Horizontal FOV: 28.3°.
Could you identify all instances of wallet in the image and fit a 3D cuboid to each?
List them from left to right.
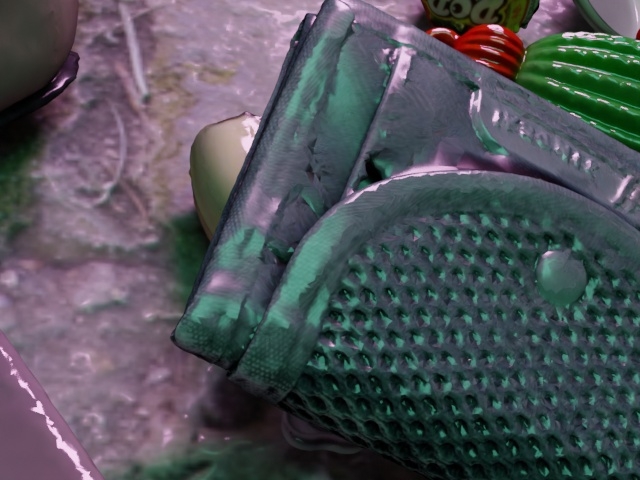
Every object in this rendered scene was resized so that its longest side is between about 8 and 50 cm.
[{"bbox_3d":[0.114,0.029,0.682,0.342,0.075,0.237,27,59,-12],"label":"wallet"}]

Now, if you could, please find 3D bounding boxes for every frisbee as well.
[{"bbox_3d":[0.206,-0.194,0.940,0.110,0.014,0.110,26,51,-37],"label":"frisbee"}]

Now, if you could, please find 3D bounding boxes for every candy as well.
[{"bbox_3d":[0.159,-0.241,0.972,0.091,0.083,0.305,28,43,11],"label":"candy"}]

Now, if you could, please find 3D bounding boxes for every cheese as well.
[{"bbox_3d":[0.020,0.003,0.737,0.163,0.070,0.248,-10,56,-21],"label":"cheese"}]

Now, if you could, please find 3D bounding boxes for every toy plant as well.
[{"bbox_3d":[0.189,-0.076,0.833,0.240,0.088,0.154,-3,68,-7],"label":"toy plant"}]

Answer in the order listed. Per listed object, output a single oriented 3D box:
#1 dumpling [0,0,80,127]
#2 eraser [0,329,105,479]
[{"bbox_3d":[-0.226,-0.146,0.711,0.293,0.204,0.163,-31,76,-41],"label":"dumpling"},{"bbox_3d":[-0.243,0.108,0.495,0.272,0.122,0.359,-32,56,-16],"label":"eraser"}]
